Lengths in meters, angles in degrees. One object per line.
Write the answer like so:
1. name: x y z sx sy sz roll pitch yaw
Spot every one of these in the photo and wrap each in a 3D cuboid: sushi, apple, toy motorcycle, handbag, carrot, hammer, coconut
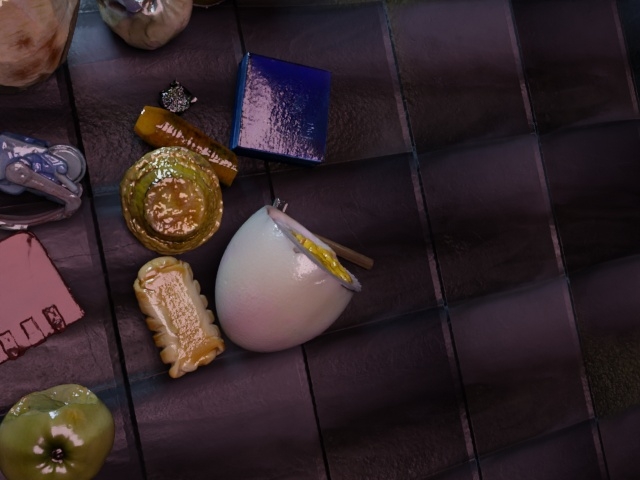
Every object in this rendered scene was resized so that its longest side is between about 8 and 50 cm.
1. sushi: -0.403 -0.390 1.884 0.084 0.056 0.083 46 78 -13
2. apple: -0.625 0.475 1.608 0.279 0.279 0.278 2 84 -22
3. toy motorcycle: -0.741 -0.148 1.652 0.319 0.182 0.240 16 79 -21
4. handbag: -0.757 0.141 1.670 0.260 0.084 0.275 -34 98 -22
5. carrot: -0.358 -0.259 1.856 0.302 0.114 0.114 29 75 -20
6. hammer: 0.000 0.000 2.016 0.366 0.043 0.111 26 74 -20
7. coconut: -0.747 -0.523 1.583 0.416 0.415 0.344 -33 118 -22

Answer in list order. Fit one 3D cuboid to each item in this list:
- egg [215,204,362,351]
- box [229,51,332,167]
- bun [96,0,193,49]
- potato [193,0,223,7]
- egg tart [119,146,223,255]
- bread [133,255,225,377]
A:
1. egg: -0.126 0.135 1.803 0.355 0.354 0.340 40 99 -14
2. box: -0.114 -0.371 1.968 0.262 0.116 0.278 8 84 -22
3. bun: -0.465 -0.641 1.789 0.273 0.168 0.272 0 102 2
4. potato: -0.298 -0.822 1.897 0.247 0.196 0.299 17 77 -21
5. egg tart: -0.387 -0.096 1.786 0.294 0.123 0.293 -4 107 -14
6. bread: -0.378 0.192 1.796 0.173 0.121 0.311 -23 93 -26
